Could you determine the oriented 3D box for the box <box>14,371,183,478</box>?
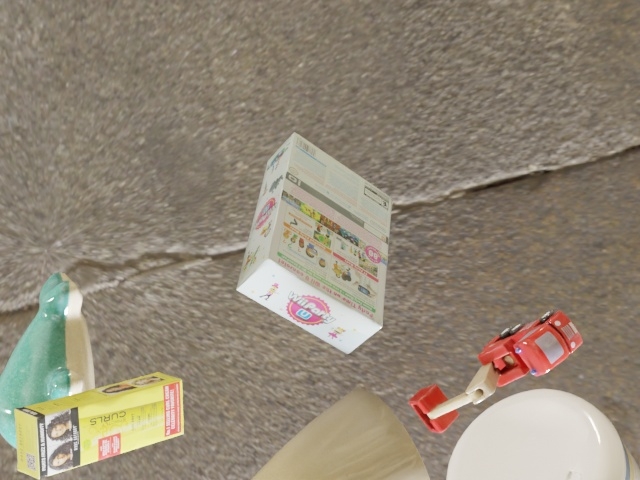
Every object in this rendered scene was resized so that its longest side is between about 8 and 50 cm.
[{"bbox_3d":[-0.291,0.243,1.361,0.232,0.058,0.087,-8,101,-47],"label":"box"}]

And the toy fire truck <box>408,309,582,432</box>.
[{"bbox_3d":[0.191,0.148,1.135,0.135,0.192,0.047,-36,89,-27],"label":"toy fire truck"}]

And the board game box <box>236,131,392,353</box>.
[{"bbox_3d":[0.000,0.000,1.664,0.224,0.097,0.303,32,39,-20],"label":"board game box"}]

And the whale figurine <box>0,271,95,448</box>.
[{"bbox_3d":[-0.413,0.187,1.511,0.141,0.216,0.272,0,100,-24],"label":"whale figurine"}]

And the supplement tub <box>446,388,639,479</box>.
[{"bbox_3d":[0.205,0.231,0.833,0.144,0.144,0.200,-47,127,-11],"label":"supplement tub"}]

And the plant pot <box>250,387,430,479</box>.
[{"bbox_3d":[0.005,0.422,1.695,0.274,0.256,0.257,-25,96,-22],"label":"plant pot"}]
